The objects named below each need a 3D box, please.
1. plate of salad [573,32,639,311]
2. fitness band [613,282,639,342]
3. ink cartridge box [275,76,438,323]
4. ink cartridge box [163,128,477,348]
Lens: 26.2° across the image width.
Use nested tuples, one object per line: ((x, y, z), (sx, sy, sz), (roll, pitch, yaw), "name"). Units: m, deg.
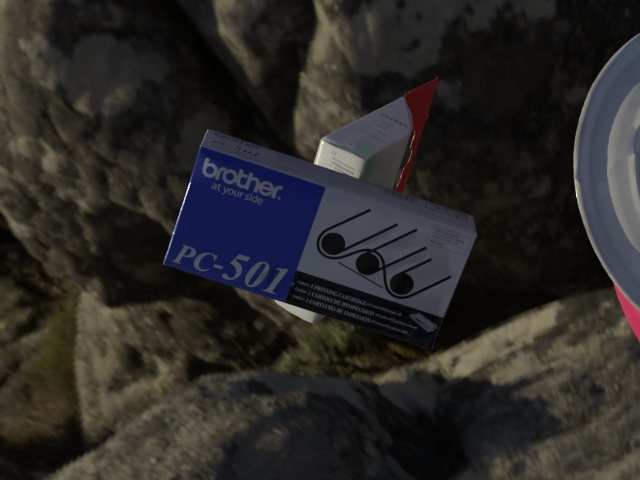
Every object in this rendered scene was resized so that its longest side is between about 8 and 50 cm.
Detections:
((0.232, -0.032, 0.782), (0.199, 0.048, 0.200), (3, 79, -15), "plate of salad")
((0.321, 0.005, 0.998), (0.291, 0.054, 0.209), (-33, 89, -38), "fitness band")
((0.055, -0.041, 1.298), (0.056, 0.224, 0.181), (31, 124, 22), "ink cartridge box")
((0.000, 0.000, 0.998), (0.207, 0.046, 0.097), (18, 110, -5), "ink cartridge box")
